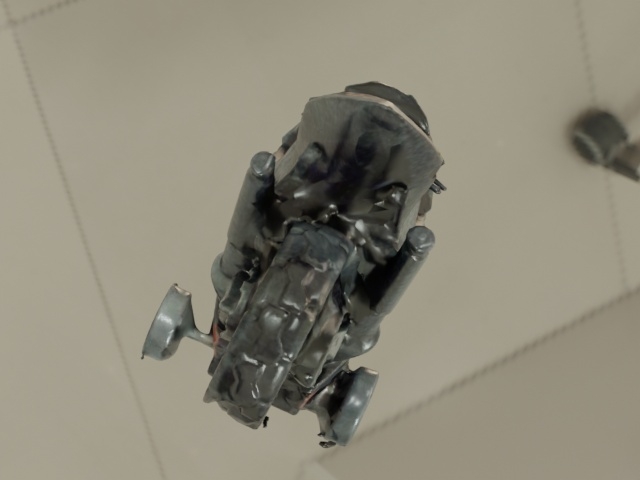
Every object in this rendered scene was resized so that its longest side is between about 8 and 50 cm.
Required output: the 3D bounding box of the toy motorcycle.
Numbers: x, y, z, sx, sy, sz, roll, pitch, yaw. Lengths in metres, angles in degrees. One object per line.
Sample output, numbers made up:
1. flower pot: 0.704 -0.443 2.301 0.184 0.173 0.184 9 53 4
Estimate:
1. toy motorcycle: 0.000 0.000 0.868 0.108 0.307 0.173 26 91 0
